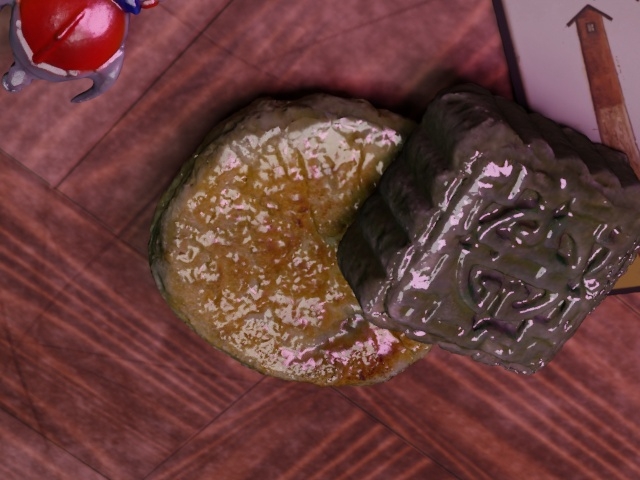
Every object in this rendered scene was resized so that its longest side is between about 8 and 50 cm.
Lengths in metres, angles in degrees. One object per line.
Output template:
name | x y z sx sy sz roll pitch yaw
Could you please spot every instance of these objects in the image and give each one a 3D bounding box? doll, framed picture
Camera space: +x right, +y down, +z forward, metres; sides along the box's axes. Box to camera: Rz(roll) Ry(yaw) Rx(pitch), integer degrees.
doll | -0.174 -0.174 1.231 0.104 0.062 0.195 30 121 -34
framed picture | 0.270 -0.095 1.230 0.244 0.013 0.323 -8 126 17

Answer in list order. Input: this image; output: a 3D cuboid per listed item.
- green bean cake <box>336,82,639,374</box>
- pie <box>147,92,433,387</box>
green bean cake | 0.132 -0.002 1.229 0.185 0.094 0.183 21 113 -28
pie | 0.000 0.000 1.322 0.277 0.078 0.277 1 123 2
